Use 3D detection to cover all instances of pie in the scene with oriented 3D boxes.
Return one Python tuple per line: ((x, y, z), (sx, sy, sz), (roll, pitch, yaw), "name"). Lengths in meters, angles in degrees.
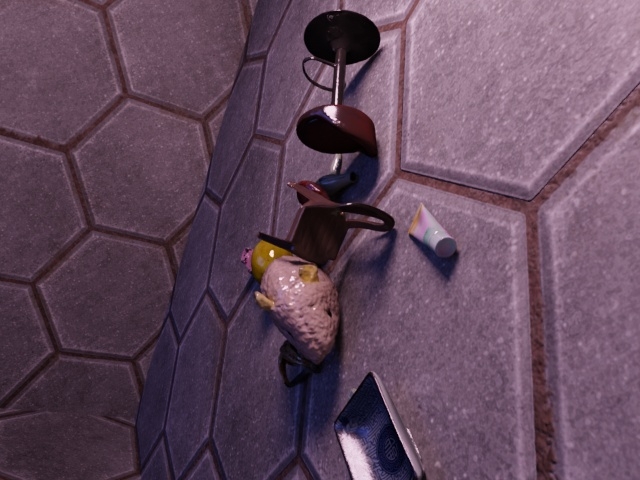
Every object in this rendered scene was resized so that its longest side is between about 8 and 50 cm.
((-0.018, -0.118, 1.535), (0.036, 0.154, 0.154), (-40, 15, -23), "pie")

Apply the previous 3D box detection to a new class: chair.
((0.050, -0.404, 1.421), (0.226, 0.227, 0.400), (-31, 51, 55), "chair")
((0.013, -0.026, 1.294), (0.326, 0.176, 0.183), (25, 92, 55), "chair")

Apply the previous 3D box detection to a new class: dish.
((0.126, 0.409, 1.011), (0.181, 0.080, 0.243), (-62, 31, 27), "dish")

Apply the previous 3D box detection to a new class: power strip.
((0.073, 0.391, 1.198), (0.040, 0.016, 0.090), (38, 110, 62), "power strip")

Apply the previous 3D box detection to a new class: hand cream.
((0.228, -0.017, 1.080), (0.174, 0.047, 0.076), (-115, 44, -65), "hand cream")

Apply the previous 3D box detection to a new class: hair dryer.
((0.066, -0.219, 1.516), (0.167, 0.067, 0.199), (10, 71, 55), "hair dryer")

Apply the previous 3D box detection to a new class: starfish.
((-0.072, 0.318, 1.405), (0.146, 0.074, 0.190), (-59, 8, 2), "starfish")

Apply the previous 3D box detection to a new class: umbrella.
((-0.036, 0.365, 1.422), (0.044, 0.044, 0.269), (62, 147, 19), "umbrella")

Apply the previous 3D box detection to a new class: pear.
((-0.155, 0.070, 1.675), (0.149, 0.149, 0.162), (-49, 36, 43), "pear")

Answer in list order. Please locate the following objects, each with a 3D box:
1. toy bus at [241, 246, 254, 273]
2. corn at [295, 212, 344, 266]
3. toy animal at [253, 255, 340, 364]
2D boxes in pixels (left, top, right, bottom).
((-0.231, 0.082, 1.880), (0.203, 0.090, 0.063), (35, 108, 62), "toy bus")
((0.000, 0.000, 1.489), (0.237, 0.080, 0.079), (-56, 32, 29), "corn")
((-0.056, 0.146, 1.346), (0.188, 0.226, 0.358), (-33, 25, -1), "toy animal")
